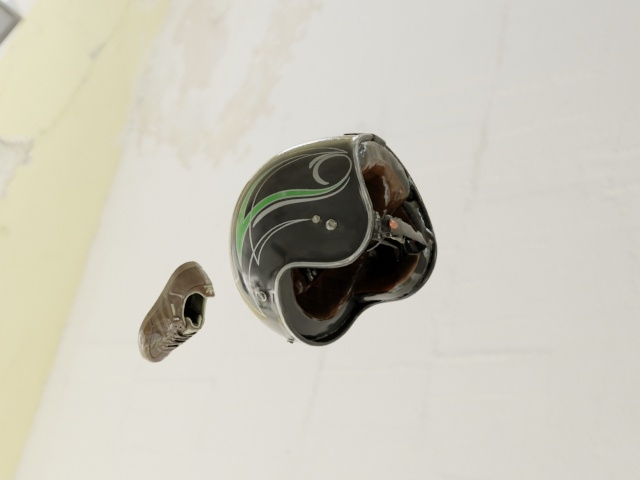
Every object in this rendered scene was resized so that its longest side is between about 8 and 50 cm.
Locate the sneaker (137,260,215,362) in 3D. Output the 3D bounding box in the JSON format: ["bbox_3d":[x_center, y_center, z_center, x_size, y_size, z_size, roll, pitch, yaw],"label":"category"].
[{"bbox_3d":[-0.212,0.121,1.706,0.071,0.066,0.188,49,-53,35],"label":"sneaker"}]

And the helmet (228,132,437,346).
[{"bbox_3d":[0.000,0.000,1.001,0.161,0.169,0.169,-27,-145,25],"label":"helmet"}]
